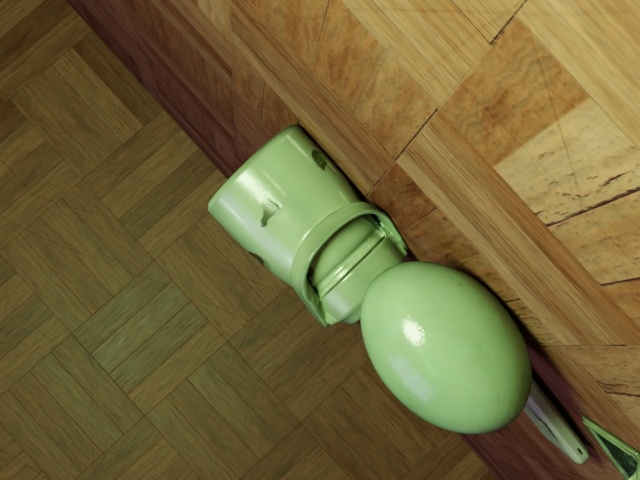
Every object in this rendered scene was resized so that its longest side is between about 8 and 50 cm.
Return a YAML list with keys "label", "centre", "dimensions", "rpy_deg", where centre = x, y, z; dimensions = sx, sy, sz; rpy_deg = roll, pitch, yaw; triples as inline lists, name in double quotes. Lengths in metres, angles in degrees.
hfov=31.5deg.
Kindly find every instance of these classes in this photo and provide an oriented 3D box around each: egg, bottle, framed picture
- label: "egg"
  centre: [0.180, 0.152, 1.624]
  dimensions: [0.282, 0.203, 0.203]
  rpy_deg: [43, 173, 3]
- label: "bottle"
  centre: [0.000, 0.000, 1.873]
  dimensions: [0.352, 0.229, 0.229]
  rpy_deg: [48, 173, 1]
- label: "framed picture"
  centre: [0.473, 0.350, 1.703]
  dimensions: [0.183, 0.011, 0.142]
  rpy_deg: [51, 173, -25]

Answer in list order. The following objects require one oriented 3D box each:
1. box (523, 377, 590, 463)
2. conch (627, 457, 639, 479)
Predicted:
- label: "box"
  centre: [0.336, 0.247, 1.864]
  dimensions: [0.285, 0.044, 0.142]
  rpy_deg: [50, 175, -20]
- label: "conch"
  centre: [0.396, 0.276, 1.250]
  dimensions: [0.234, 0.114, 0.137]
  rpy_deg: [43, -152, -47]
